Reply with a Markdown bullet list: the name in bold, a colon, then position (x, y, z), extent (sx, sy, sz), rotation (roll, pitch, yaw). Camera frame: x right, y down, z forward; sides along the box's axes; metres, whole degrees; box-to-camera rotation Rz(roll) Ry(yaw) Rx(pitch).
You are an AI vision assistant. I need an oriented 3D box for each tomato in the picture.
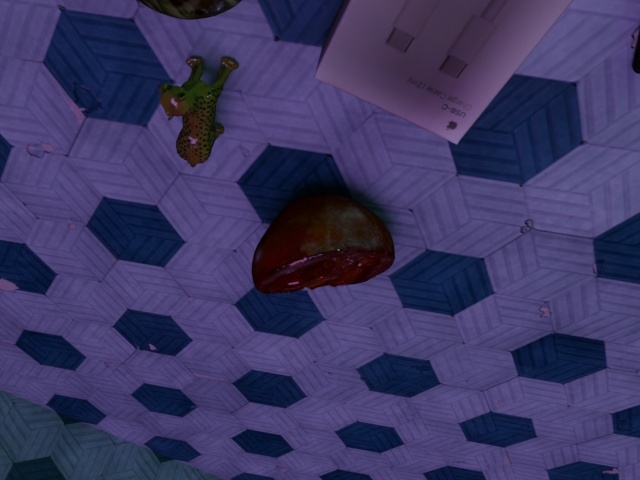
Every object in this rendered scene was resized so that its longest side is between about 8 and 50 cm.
- **tomato**: position (0.000, 0.000, 0.904), extent (0.233, 0.139, 0.200), rotation (0, 158, -41)

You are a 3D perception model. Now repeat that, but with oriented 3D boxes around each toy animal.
- **toy animal**: position (-0.176, -0.160, 0.772), extent (0.073, 0.136, 0.181), rotation (17, 138, -5)

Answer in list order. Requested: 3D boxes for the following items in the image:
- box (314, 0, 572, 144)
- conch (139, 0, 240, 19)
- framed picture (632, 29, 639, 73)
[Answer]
- **box**: position (0.136, -0.261, 0.624), extent (0.203, 0.106, 0.251), rotation (22, 137, -13)
- **conch**: position (-0.150, -0.330, 0.599), extent (0.187, 0.124, 0.181), rotation (28, 132, -5)
- **framed picture**: position (0.525, -0.301, 0.556), extent (0.347, 0.016, 0.264), rotation (-2, 135, 15)
